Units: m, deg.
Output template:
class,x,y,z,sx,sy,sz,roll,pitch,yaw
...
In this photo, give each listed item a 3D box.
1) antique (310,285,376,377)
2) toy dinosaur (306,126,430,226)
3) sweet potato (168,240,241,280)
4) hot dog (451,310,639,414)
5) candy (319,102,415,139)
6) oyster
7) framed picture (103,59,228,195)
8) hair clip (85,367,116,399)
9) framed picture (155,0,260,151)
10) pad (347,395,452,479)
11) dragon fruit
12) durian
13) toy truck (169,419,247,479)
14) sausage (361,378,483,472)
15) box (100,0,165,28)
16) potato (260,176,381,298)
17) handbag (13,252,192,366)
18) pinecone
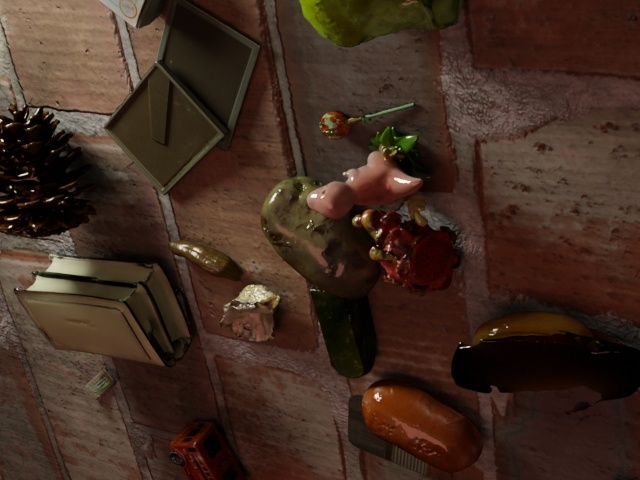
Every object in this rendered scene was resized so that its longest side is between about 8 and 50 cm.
class,x,y,z,sx,sy,sz,roll,pitch,yaw
antique,0.052,0.171,1.865,0.081,0.080,0.220,5,124,31
toy dinosaur,0.090,-0.106,1.582,0.194,0.177,0.152,12,127,23
sweet potato,-0.250,0.035,1.976,0.182,0.054,0.053,25,122,18
hot dog,0.403,0.199,1.652,0.326,0.107,0.194,9,135,15
candy,0.080,-0.212,1.615,0.185,0.049,0.055,-10,144,30
oyster,-0.146,0.153,1.989,0.133,0.072,0.209,22,150,10
framed picture,-0.312,-0.218,1.848,0.192,0.018,0.265,48,137,-7
hair clip,-0.568,0.371,2.426,0.054,0.022,0.137,45,133,-2
framed picture,-0.221,-0.311,1.745,0.197,0.014,0.252,32,132,9
pad,0.159,0.505,2.042,0.250,0.055,0.323,17,110,21
dragon fruit,0.148,0.012,1.647,0.208,0.133,0.150,33,156,6
durian,0.089,-0.405,1.363,0.340,0.204,0.255,-2,131,34
toy truck,-0.267,0.573,2.319,0.114,0.107,0.252,-12,114,37
sausage,0.203,0.370,1.876,0.258,0.133,0.133,28,131,14
box,-0.387,-0.510,1.666,0.269,0.079,0.135,38,134,4
potato,0.000,0.000,1.731,0.165,0.165,0.262,-32,97,42
handbag,-0.490,0.164,2.147,0.359,0.160,0.236,4,128,31
pinecone,-0.598,-0.143,1.951,0.246,0.246,0.292,-2,109,33
